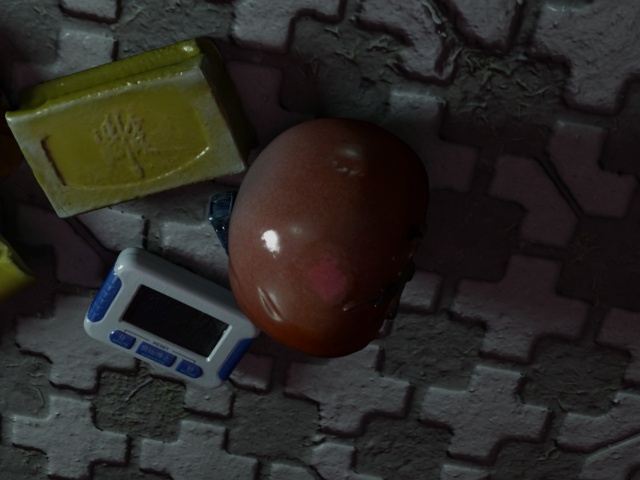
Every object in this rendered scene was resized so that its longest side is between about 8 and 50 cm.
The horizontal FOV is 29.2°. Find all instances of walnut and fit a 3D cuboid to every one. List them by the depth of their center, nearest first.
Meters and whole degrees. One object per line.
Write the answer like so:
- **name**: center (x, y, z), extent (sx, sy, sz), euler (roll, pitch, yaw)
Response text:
- **walnut**: center (-0.503, -0.179, 1.771), extent (0.115, 0.116, 0.207), euler (-23, 111, 21)

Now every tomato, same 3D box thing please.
- **tomato**: center (0.000, 0.000, 1.704), extent (0.272, 0.341, 0.341), euler (21, 126, 7)

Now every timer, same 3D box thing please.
- **timer**: center (-0.233, 0.122, 1.966), extent (0.253, 0.078, 0.178), euler (27, 122, -14)

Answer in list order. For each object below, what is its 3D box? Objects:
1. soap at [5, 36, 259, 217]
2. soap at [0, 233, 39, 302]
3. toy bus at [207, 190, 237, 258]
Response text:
- **soap**: center (-0.268, -0.157, 1.765), extent (0.314, 0.091, 0.199), euler (-12, 124, 15)
- **soap**: center (-0.665, 0.031, 1.930), extent (0.427, 0.115, 0.306), euler (-21, 124, 21)
- **toy bus**: center (-0.120, 0.005, 1.876), extent (0.047, 0.065, 0.166), euler (-14, 124, 17)
